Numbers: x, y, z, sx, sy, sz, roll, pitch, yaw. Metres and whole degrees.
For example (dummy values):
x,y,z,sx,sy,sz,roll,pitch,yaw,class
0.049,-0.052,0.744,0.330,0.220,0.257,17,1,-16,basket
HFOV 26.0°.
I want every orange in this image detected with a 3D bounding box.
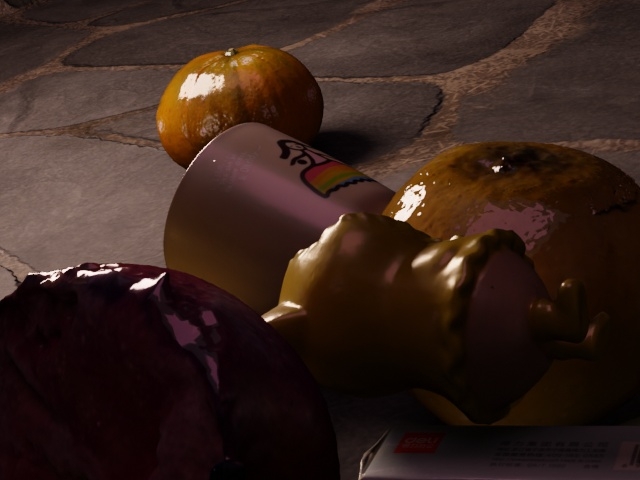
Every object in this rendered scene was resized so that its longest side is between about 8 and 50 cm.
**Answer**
x,y,z,sx,sy,sz,roll,pitch,yaw,class
-0.116,-0.188,1.966,0.240,0.171,0.240,-12,22,5,orange

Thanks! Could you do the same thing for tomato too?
x,y,z,sx,sy,sz,roll,pitch,yaw,class
-0.109,0.155,0.925,0.176,0.335,0.289,-6,30,-45,tomato

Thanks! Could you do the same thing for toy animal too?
x,y,z,sx,sy,sz,roll,pitch,yaw,class
0.078,0.057,0.952,0.229,0.156,0.156,-4,23,31,toy animal

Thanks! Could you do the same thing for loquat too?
x,y,z,sx,sy,sz,roll,pitch,yaw,class
0.165,0.039,1.132,0.263,0.263,0.263,-11,21,4,loquat

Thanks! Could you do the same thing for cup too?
x,y,z,sx,sy,sz,roll,pitch,yaw,class
0.000,0.000,1.401,0.200,0.192,0.253,25,24,31,cup

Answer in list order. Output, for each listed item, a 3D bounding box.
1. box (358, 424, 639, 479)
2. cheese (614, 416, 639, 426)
x,y,z,sx,sy,sz,roll,pitch,yaw,class
0.164,0.197,0.909,0.269,0.135,0.079,-2,20,23,box
0.193,0.181,1.050,0.194,0.043,0.065,-19,23,-14,cheese
